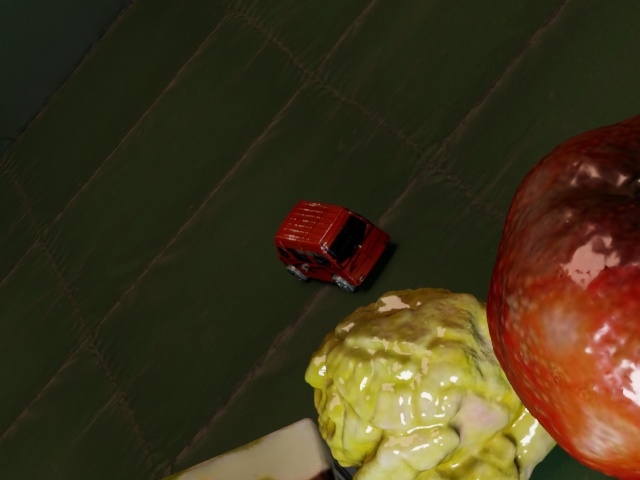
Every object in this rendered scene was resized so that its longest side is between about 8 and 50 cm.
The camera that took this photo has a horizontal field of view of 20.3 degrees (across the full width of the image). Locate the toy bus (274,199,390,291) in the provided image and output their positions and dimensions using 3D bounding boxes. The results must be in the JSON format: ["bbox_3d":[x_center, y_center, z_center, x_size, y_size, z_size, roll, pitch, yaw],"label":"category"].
[{"bbox_3d":[0.000,0.000,2.173,0.081,0.089,0.195,-56,25,-11],"label":"toy bus"}]

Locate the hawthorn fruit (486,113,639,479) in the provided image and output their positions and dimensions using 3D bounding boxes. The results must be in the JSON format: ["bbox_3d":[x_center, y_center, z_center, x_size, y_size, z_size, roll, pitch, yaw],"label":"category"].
[{"bbox_3d":[0.260,0.074,1.381,0.369,0.285,0.284,105,-179,-49],"label":"hawthorn fruit"}]

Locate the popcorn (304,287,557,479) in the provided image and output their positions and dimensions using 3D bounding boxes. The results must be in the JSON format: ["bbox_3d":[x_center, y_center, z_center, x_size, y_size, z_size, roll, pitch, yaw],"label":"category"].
[{"bbox_3d":[0.112,0.149,1.662,0.259,0.259,0.212,-11,71,54],"label":"popcorn"}]

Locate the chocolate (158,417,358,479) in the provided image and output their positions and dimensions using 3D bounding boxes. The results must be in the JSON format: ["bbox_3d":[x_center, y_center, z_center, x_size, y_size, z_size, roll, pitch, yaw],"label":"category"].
[{"bbox_3d":[-0.080,0.333,1.695,0.289,0.137,0.301,-23,31,4],"label":"chocolate"}]
